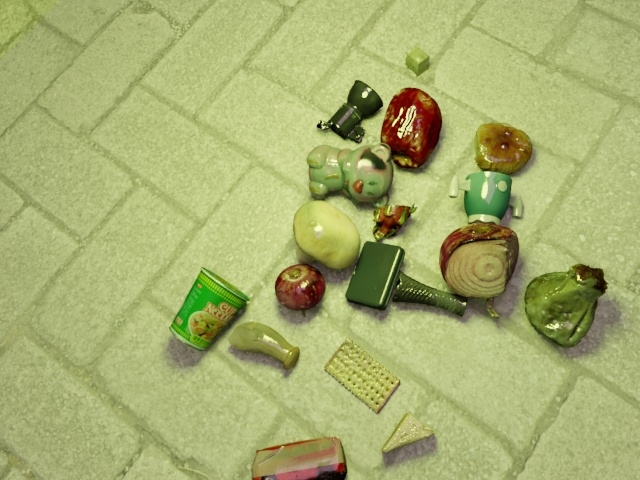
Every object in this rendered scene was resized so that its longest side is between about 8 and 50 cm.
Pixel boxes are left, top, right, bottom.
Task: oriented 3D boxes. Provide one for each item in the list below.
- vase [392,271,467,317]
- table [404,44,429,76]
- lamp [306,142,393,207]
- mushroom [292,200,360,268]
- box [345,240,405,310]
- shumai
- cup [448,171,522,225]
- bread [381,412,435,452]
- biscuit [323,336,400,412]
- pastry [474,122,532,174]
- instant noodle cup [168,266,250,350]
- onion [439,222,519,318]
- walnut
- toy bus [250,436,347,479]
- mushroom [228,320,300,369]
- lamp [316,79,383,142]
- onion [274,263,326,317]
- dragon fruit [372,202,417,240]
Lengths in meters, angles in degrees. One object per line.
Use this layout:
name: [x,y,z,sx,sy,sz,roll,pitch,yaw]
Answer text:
vase: [0.370,0.187,1.769,0.237,0.115,0.116,15,73,7]
table: [0.381,-0.716,2.091,0.062,0.079,0.083,-36,69,-9]
lamp: [0.124,-0.255,1.910,0.301,0.247,0.247,10,32,21]
mushroom: [0.000,0.000,1.818,0.234,0.253,0.260,-47,63,28]
box: [0.189,0.118,1.809,0.160,0.050,0.230,10,71,35]
shumai: [0.776,0.199,1.659,0.225,0.222,0.261,11,77,7]
cup: [0.575,-0.130,1.827,0.299,0.167,0.173,14,78,-17]
bread: [0.273,0.625,1.637,0.105,0.077,0.152,35,79,17]
biscuit: [0.139,0.444,1.745,0.231,0.016,0.139,36,79,16]
pastry: [0.655,-0.336,1.919,0.218,0.100,0.229,37,77,17]
instant noodle cup: [-0.389,0.240,1.794,0.207,0.207,0.233,33,86,16]
onion: [0.524,0.052,1.737,0.256,0.273,0.230,21,29,6]
walnut: [0.314,-0.412,1.936,0.243,0.221,0.269,16,76,44]
toy bus: [-0.066,0.700,1.623,0.302,0.127,0.147,-10,65,4]
mushroom: [-0.187,0.344,1.776,0.246,0.096,0.108,22,49,10]
lamp: [0.120,-0.476,2.018,0.172,0.147,0.227,40,87,-6]
onion: [-0.069,0.160,1.800,0.177,0.153,0.177,-7,63,14]
dragon fruit: [0.252,-0.077,1.872,0.142,0.138,0.175,40,113,55]
